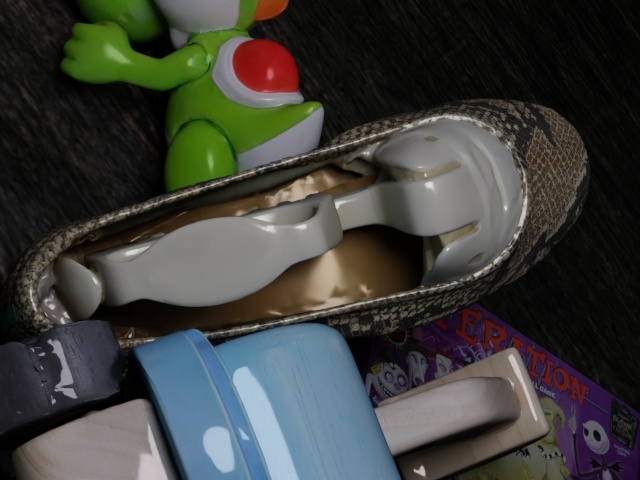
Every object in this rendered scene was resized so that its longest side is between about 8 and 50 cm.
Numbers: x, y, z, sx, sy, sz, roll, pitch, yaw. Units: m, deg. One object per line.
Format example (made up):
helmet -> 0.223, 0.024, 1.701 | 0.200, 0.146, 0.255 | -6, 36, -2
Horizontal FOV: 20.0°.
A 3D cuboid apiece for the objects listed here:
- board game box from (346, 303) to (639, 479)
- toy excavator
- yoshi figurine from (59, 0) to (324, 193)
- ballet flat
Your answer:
board game box -> 0.162, 0.175, 1.675 | 0.346, 0.056, 0.208 | 33, 43, -27
toy excavator -> -0.007, 0.162, 1.324 | 0.445, 0.433, 0.222 | -17, 77, -12
yoshi figurine -> -0.114, -0.136, 1.534 | 0.203, 0.203, 0.362 | -9, 86, -5
ballet flat -> 0.000, 0.000, 1.348 | 0.482, 0.182, 0.164 | -16, 86, -11
